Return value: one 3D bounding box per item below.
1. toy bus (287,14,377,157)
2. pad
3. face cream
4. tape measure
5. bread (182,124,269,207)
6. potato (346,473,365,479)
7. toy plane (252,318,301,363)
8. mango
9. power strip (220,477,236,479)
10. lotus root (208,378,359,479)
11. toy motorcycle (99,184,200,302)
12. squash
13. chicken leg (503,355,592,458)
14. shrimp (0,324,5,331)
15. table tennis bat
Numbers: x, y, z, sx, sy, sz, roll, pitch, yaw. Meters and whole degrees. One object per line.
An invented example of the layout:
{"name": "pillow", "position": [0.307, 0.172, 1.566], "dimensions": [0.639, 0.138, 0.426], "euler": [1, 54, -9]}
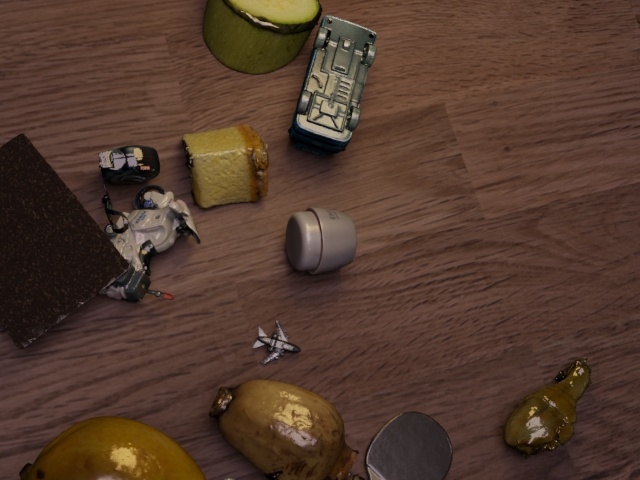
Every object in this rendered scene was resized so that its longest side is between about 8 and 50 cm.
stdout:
{"name": "toy bus", "position": [0.020, -0.279, 1.672], "dimensions": [0.113, 0.134, 0.247], "euler": [17, 69, -9]}
{"name": "pad", "position": [-0.493, -0.006, 1.493], "dimensions": [0.220, 0.004, 0.330], "euler": [-38, 72, -13]}
{"name": "face cream", "position": [0.000, 0.000, 1.587], "dimensions": [0.104, 0.117, 0.117], "euler": [-2, 73, -21]}
{"name": "tape measure", "position": [-0.319, -0.079, 1.544], "dimensions": [0.107, 0.104, 0.180], "euler": [-7, 64, -18]}
{"name": "bread", "position": [-0.169, -0.144, 1.627], "dimensions": [0.147, 0.127, 0.152], "euler": [-8, 41, -13]}
{"name": "potato", "position": [0.021, 0.462, 1.400], "dimensions": [0.117, 0.182, 0.202], "euler": [-13, 38, 11]}
{"name": "toy plane", "position": [-0.073, 0.179, 1.559], "dimensions": [0.083, 0.031, 0.079], "euler": [17, 85, -4]}
{"name": "mango", "position": [-0.272, 0.476, 1.321], "dimensions": [0.301, 0.220, 0.445], "euler": [-28, 91, -11]}
{"name": "power strip", "position": [-0.057, 0.522, 1.434], "dimensions": [0.385, 0.062, 0.091], "euler": [44, 66, 3]}
{"name": "lotus root", "position": [-0.056, 0.313, 1.461], "dimensions": [0.256, 0.140, 0.155], "euler": [23, 62, 2]}
{"name": "toy motorcycle", "position": [-0.289, 0.007, 1.536], "dimensions": [0.150, 0.102, 0.221], "euler": [18, 65, 16]}
{"name": "squash", "position": [-0.110, -0.436, 1.727], "dimensions": [0.220, 0.133, 0.220], "euler": [9, 55, -13]}
{"name": "chicken leg", "position": [0.417, 0.300, 1.605], "dimensions": [0.227, 0.088, 0.103], "euler": [-35, 73, -26]}
{"name": "shrimp", "position": [-0.557, 0.129, 1.472], "dimensions": [0.092, 0.029, 0.038], "euler": [32, 77, 5]}
{"name": "table tennis bat", "position": [0.125, 0.400, 1.536], "dimensions": [0.138, 0.022, 0.246], "euler": [44, 68, 4]}
